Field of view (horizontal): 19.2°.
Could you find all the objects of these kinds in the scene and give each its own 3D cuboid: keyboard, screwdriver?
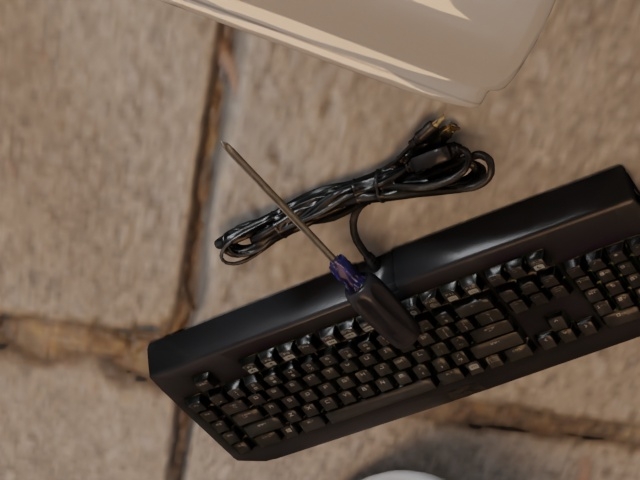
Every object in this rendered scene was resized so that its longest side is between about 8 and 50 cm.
[{"bbox_3d":[0.040,0.033,1.090,0.317,0.033,0.201,-22,128,22],"label":"keyboard"},{"bbox_3d":[0.000,0.000,1.033,0.024,0.025,0.170,-27,118,28],"label":"screwdriver"}]

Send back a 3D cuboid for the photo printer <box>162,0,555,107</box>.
[{"bbox_3d":[-0.070,-0.175,0.752,0.308,0.256,0.107,19,110,-14],"label":"photo printer"}]

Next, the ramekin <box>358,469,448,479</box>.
[{"bbox_3d":[0.068,0.289,1.181,0.127,0.273,0.273,21,132,-32],"label":"ramekin"}]
